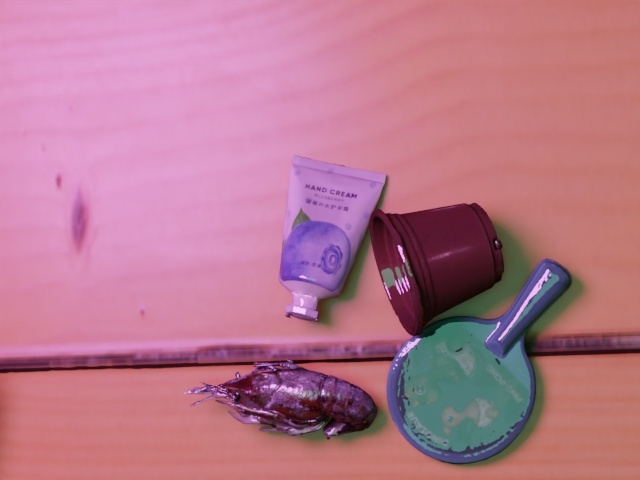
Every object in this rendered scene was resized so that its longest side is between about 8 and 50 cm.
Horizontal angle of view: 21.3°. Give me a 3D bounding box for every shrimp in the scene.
[{"bbox_3d":[-0.034,0.136,1.457,0.165,0.065,0.056,5,57,11],"label":"shrimp"}]

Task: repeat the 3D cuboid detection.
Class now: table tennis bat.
[{"bbox_3d":[0.142,0.099,1.452,0.124,0.033,0.201,39,97,5],"label":"table tennis bat"}]

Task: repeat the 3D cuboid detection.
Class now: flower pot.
[{"bbox_3d":[0.101,0.014,1.431,0.089,0.111,0.111,-18,86,-10],"label":"flower pot"}]

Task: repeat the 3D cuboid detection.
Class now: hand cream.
[{"bbox_3d":[0.000,0.000,1.465,0.084,0.053,0.142,13,79,7],"label":"hand cream"}]
